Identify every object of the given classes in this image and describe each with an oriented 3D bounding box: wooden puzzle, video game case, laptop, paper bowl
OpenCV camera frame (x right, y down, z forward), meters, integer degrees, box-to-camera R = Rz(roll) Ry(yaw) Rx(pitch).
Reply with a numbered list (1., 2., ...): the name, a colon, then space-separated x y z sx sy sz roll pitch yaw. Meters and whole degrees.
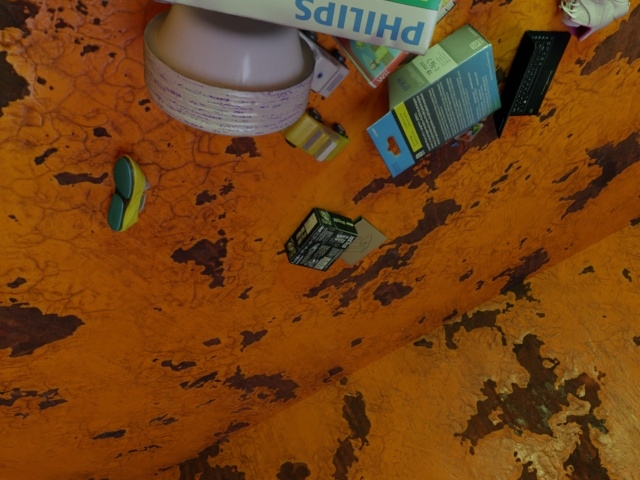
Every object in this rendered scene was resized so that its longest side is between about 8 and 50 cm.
1. wooden puzzle: 0.438 -0.321 1.484 0.079 0.014 0.116 -3 140 -31
2. video game case: 0.151 -0.451 0.937 0.285 0.204 0.025 -43 146 23
3. laptop: 0.556 -0.404 1.303 0.265 0.136 0.234 -9 131 -26
4. paper bowl: -0.147 -0.315 0.845 0.284 0.284 0.148 -9 142 -26

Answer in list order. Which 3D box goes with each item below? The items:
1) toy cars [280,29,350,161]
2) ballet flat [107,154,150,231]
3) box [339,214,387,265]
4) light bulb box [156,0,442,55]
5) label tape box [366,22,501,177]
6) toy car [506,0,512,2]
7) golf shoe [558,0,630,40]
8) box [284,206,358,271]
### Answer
1. toy cars: -0.005 -0.300 1.141 0.177 0.087 0.393 -20 146 -10
2. ballet flat: -0.427 -0.110 1.137 0.077 0.077 0.231 -25 156 -44
3. box: 0.119 0.004 1.700 0.164 0.021 0.201 -37 145 14
4. light bulb box: 0.000 -0.455 0.583 0.358 0.225 0.361 11 130 0
5. label tape box: 0.269 -0.338 1.261 0.334 0.105 0.240 -32 147 8
6. toy car: 0.386 -0.576 0.991 0.149 0.155 0.188 -19 155 -12
7. golf shoe: 0.621 -0.578 1.178 0.140 0.115 0.306 -40 143 25
8. box: 0.000 0.000 1.544 0.147 0.077 0.180 15 129 -34
